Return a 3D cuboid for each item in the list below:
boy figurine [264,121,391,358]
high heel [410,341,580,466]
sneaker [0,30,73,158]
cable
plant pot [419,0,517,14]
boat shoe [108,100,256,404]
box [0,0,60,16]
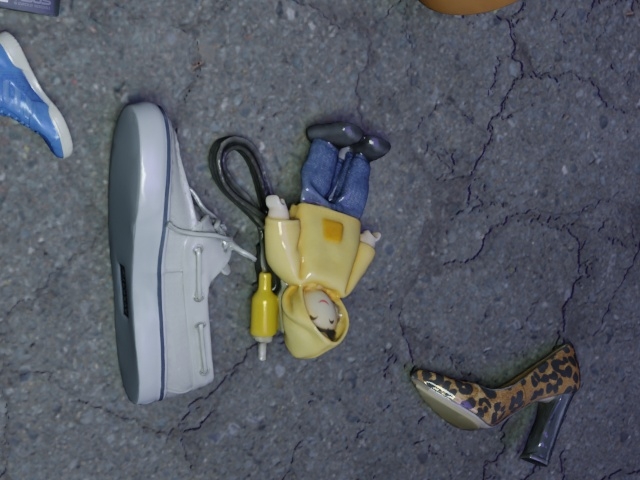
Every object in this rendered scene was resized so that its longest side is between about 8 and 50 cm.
[{"bbox_3d":[0.000,0.000,1.390,0.177,0.092,0.285,26,68,-37],"label":"boy figurine"},{"bbox_3d":[0.253,0.187,1.634,0.261,0.093,0.186,30,70,-21],"label":"high heel"},{"bbox_3d":[-0.339,-0.142,1.249,0.084,0.058,0.152,-35,112,-21],"label":"sneaker"},{"bbox_3d":[-0.048,0.002,1.426,0.139,0.072,0.287,-20,111,-26],"label":"cable"},{"bbox_3d":[0.172,-0.403,1.332,0.291,0.291,0.203,-42,133,-11],"label":"plant pot"},{"bbox_3d":[-0.156,0.015,1.341,0.156,0.136,0.367,-8,109,-24],"label":"boat shoe"},{"bbox_3d":[-0.378,-0.339,1.181,0.233,0.059,0.183,3,102,-26],"label":"box"}]
